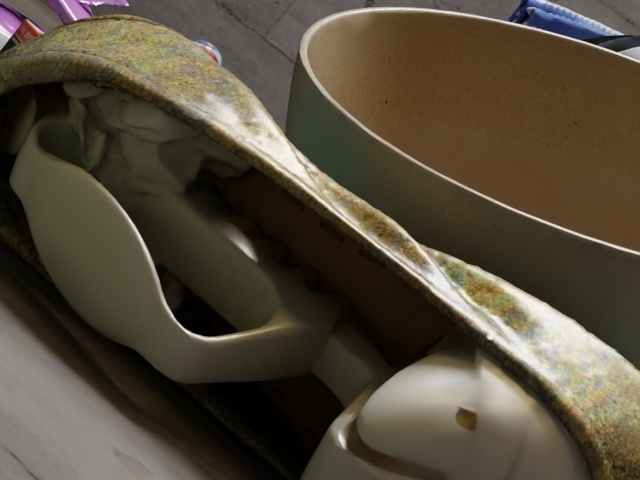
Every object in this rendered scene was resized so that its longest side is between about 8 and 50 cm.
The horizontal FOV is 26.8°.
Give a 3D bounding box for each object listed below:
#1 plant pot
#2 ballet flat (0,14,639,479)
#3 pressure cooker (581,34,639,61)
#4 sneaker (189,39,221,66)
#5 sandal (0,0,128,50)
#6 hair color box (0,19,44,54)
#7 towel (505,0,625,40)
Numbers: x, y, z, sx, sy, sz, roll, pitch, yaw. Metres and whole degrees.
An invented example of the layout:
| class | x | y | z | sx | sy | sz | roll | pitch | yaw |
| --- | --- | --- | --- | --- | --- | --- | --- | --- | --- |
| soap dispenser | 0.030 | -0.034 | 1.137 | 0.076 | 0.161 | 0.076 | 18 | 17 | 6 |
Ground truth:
| class | x | y | z | sx | sy | sz | roll | pitch | yaw |
| --- | --- | --- | --- | --- | --- | --- | --- | --- | --- |
| plant pot | 0.102 | 0.027 | 0.661 | 0.284 | 0.191 | 0.284 | 14 | 25 | -7 |
| ballet flat | 0.001 | 0.043 | 0.476 | 0.348 | 0.123 | 0.123 | 40 | 3 | 15 |
| pressure cooker | 0.254 | 0.047 | 0.959 | 0.375 | 0.370 | 0.420 | -7 | 26 | -25 |
| sneaker | -0.160 | -0.165 | 1.433 | 0.104 | 0.125 | 0.262 | 37 | 3 | -22 |
| sandal | -0.194 | -0.161 | 1.114 | 0.416 | 0.102 | 0.169 | 34 | 3 | -43 |
| hair color box | -0.093 | -0.036 | 0.695 | 0.167 | 0.053 | 0.093 | 36 | 4 | -35 |
| towel | 0.164 | -0.040 | 1.156 | 0.243 | 0.336 | 0.040 | 17 | 37 | -33 |
